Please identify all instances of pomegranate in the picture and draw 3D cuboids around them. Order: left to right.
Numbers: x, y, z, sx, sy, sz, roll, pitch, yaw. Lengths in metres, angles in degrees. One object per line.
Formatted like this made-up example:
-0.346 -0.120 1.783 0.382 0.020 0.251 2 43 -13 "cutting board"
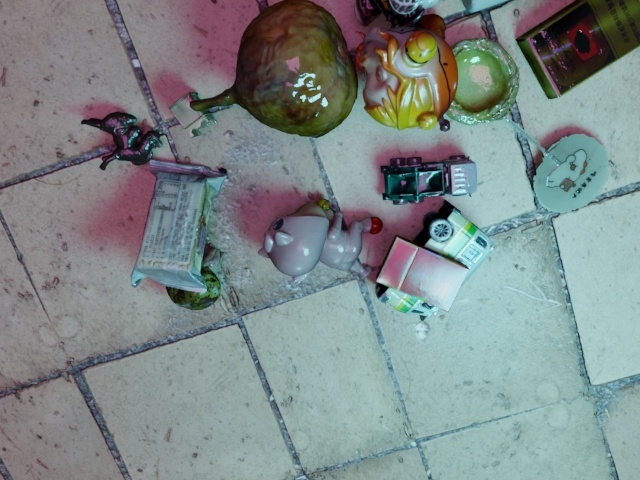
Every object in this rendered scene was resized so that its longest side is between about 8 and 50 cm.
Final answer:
-0.301 0.089 1.271 0.138 0.125 0.163 23 93 33 "pomegranate"

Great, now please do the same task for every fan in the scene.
0.534 -0.188 1.204 0.329 0.009 0.190 34 103 -19 "fan"

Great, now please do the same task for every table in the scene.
-0.291 -0.290 1.209 0.062 0.079 0.083 -33 101 10 "table"

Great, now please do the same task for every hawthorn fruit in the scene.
0.228 -0.459 1.160 0.093 0.081 0.081 7 103 19 "hawthorn fruit"

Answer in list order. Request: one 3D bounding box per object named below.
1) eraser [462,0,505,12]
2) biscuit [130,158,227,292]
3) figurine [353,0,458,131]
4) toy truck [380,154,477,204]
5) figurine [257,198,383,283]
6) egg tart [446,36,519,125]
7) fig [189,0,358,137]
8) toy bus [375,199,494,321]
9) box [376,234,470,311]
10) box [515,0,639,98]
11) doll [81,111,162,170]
0.342 -0.625 1.047 0.150 0.331 0.331 -20 101 7 "eraser"
-0.329 -0.038 1.219 0.186 0.079 0.309 5 71 -1 "biscuit"
0.176 -0.370 1.070 0.196 0.320 0.323 -13 111 -11 "figurine"
0.251 -0.138 1.206 0.216 0.116 0.110 -4 102 3 "toy truck"
0.000 0.000 1.248 0.287 0.176 0.186 4 61 -15 "figurine"
0.347 -0.355 1.176 0.197 0.078 0.197 0 101 0 "egg tart"
-0.116 -0.346 1.115 0.369 0.286 0.286 -7 103 17 "fig"
0.267 0.058 1.240 0.165 0.133 0.276 37 102 -4 "toy bus"
0.223 0.071 1.153 0.175 0.048 0.112 23 102 -1 "box"
0.580 -0.444 1.153 0.240 0.071 0.159 -32 102 7 "box"
-0.461 -0.240 1.238 0.165 0.057 0.139 -14 100 5 "doll"
